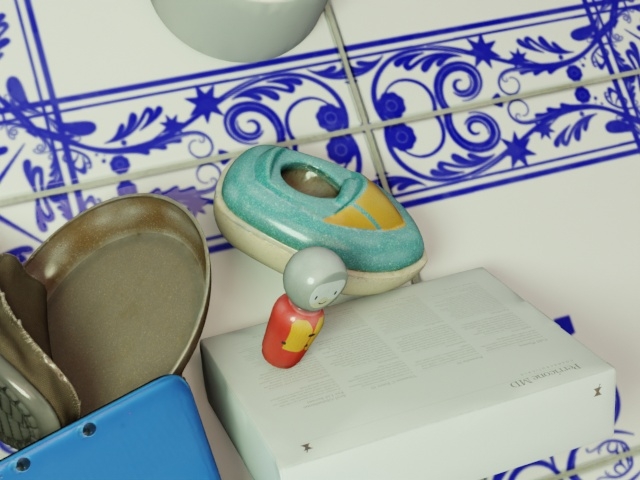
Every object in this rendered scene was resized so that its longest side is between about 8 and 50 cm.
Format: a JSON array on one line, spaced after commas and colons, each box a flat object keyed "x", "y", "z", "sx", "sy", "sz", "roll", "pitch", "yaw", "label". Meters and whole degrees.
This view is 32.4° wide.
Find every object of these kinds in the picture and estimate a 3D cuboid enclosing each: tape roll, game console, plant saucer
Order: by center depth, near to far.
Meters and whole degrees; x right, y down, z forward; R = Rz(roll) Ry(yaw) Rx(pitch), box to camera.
[{"x": -0.249, "y": 0.285, "z": 1.094, "sx": 0.293, "sy": 0.250, "sz": 0.173, "roll": -26, "pitch": 84, "yaw": -25, "label": "game console"}, {"x": -0.236, "y": 0.091, "z": 1.192, "sx": 0.050, "sy": 0.310, "sz": 0.311, "roll": 44, "pitch": 60, "yaw": -45, "label": "plant saucer"}, {"x": -0.093, "y": -0.369, "z": 1.392, "sx": 0.246, "sy": 0.169, "sz": 0.246, "roll": 4, "pitch": 72, "yaw": -13, "label": "tape roll"}]

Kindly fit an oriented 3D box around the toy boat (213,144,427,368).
[{"x": 0.000, "y": 0.000, "z": 1.256, "sx": 0.267, "sy": 0.148, "sz": 0.318, "roll": 20, "pitch": 35, "yaw": -5, "label": "toy boat"}]

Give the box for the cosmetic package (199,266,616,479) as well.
[{"x": 0.087, "y": 0.162, "z": 1.221, "sx": 0.377, "sy": 0.284, "sz": 0.098, "roll": -13, "pitch": 113, "yaw": -17, "label": "cosmetic package"}]

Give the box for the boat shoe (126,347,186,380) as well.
[{"x": -0.208, "y": 0.192, "z": 1.234, "sx": 0.123, "sy": 0.123, "sz": 0.342, "roll": 41, "pitch": 63, "yaw": -35, "label": "boat shoe"}]

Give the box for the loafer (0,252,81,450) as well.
[{"x": -0.341, "y": 0.070, "z": 1.151, "sx": 0.130, "sy": 0.134, "sz": 0.366, "roll": -26, "pitch": 51, "yaw": -29, "label": "loafer"}]
